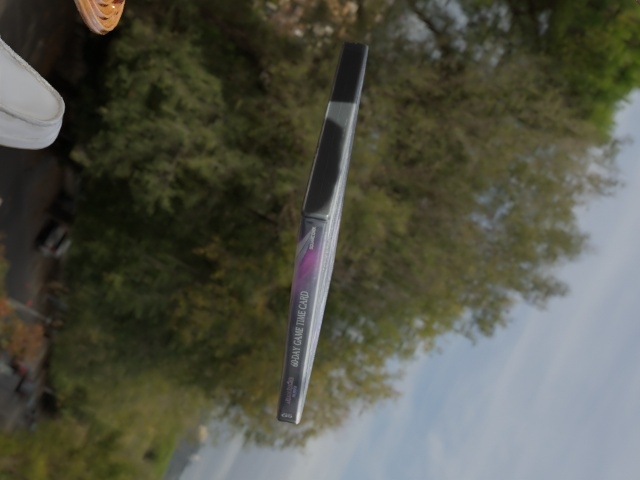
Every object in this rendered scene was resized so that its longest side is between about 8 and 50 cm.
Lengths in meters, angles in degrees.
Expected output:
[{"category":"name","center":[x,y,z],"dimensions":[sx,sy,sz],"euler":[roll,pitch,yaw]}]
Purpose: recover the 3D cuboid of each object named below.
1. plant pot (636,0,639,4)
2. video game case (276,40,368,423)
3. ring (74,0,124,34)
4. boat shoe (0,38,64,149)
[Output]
[{"category":"plant pot","center":[0.249,-0.287,0.727],"dimensions":[0.272,0.265,0.272],"euler":[-20,-130,26]},{"category":"video game case","center":[0.000,0.000,0.949],"dimensions":[0.274,0.026,0.196],"euler":[99,3,-49]},{"category":"ring","center":[-0.147,-0.310,0.766],"dimensions":[0.336,0.032,0.336],"euler":[178,-90,-90]},{"category":"boat shoe","center":[-0.330,-0.180,0.980],"dimensions":[0.096,0.277,0.098],"euler":[-39,-147,31]}]
